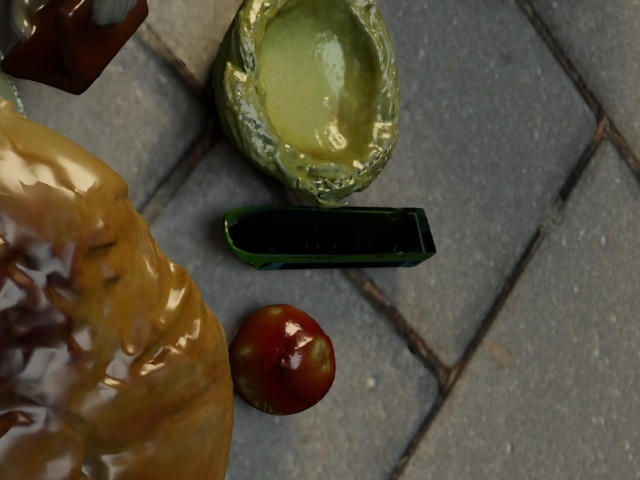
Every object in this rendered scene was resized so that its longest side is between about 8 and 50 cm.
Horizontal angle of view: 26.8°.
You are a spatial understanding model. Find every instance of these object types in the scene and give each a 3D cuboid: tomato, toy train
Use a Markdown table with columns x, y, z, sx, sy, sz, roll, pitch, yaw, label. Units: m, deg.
| x | y | z | sx | sy | sz | roll | pitch | yaw | label |
| --- | --- | --- | --- | --- | --- | --- | --- | --- | --- |
| -0.027 | 0.095 | 1.046 | 0.087 | 0.075 | 0.087 | 2 | 88 | -42 | tomato |
| 0.000 | 0.000 | 1.091 | 0.209 | 0.042 | 0.044 | 0 | 65 | -37 | toy train |

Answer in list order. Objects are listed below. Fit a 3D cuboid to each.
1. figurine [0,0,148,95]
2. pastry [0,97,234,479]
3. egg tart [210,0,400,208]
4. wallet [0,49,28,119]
| x | y | z | sx | sy | sz | roll | pitch | yaw | label |
| --- | --- | --- | --- | --- | --- | --- | --- | --- | --- |
| -0.195 | -0.241 | 0.895 | 0.338 | 0.204 | 0.284 | 10 | 84 | -24 | figurine |
| -0.243 | 0.113 | 0.760 | 0.409 | 0.245 | 0.410 | -5 | 98 | -37 | pastry |
| -0.013 | -0.124 | 1.064 | 0.197 | 0.078 | 0.197 | 2 | 86 | -41 | egg tart |
| -0.266 | -0.063 | 0.884 | 0.155 | 0.039 | 0.110 | -28 | 104 | -35 | wallet |
